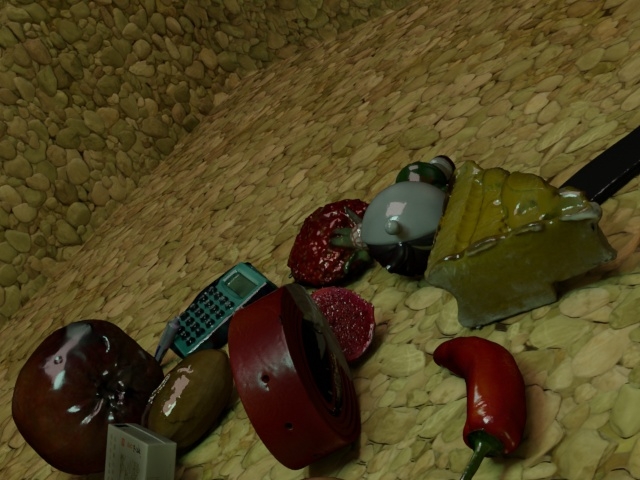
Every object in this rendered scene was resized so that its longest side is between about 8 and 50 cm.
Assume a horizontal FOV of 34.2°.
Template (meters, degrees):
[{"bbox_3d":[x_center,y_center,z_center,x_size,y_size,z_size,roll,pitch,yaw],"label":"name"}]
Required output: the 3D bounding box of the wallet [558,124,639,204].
[{"bbox_3d":[0.516,-0.134,1.814,0.244,0.025,0.124,-39,20,-3],"label":"wallet"}]

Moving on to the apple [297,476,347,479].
[{"bbox_3d":[0.004,0.393,1.267,0.164,0.209,0.209,-22,25,23],"label":"apple"}]

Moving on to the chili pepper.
[{"bbox_3d":[0.229,0.218,1.467,0.137,0.092,0.368,-51,9,17],"label":"chili pepper"}]

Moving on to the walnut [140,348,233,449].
[{"bbox_3d":[-0.251,0.303,1.966,0.137,0.137,0.245,-9,35,52],"label":"walnut"}]

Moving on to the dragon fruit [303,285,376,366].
[{"bbox_3d":[0.025,0.172,1.863,0.153,0.153,0.111,-43,-20,-17],"label":"dragon fruit"}]

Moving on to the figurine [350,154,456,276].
[{"bbox_3d":[0.186,-0.059,1.997,0.281,0.167,0.370,-11,24,22],"label":"figurine"}]

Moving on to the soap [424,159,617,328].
[{"bbox_3d":[0.346,-0.051,1.709,0.304,0.169,0.339,-24,26,31],"label":"soap"}]

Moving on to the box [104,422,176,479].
[{"bbox_3d":[-0.323,0.409,1.846,0.201,0.058,0.141,0,86,60],"label":"box"}]

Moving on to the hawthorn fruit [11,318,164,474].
[{"bbox_3d":[-0.462,0.314,2.067,0.308,0.308,0.325,-42,11,-14],"label":"hawthorn fruit"}]

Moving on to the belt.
[{"bbox_3d":[-0.044,0.204,1.671,0.115,0.227,0.324,-29,44,14],"label":"belt"}]

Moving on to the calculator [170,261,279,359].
[{"bbox_3d":[-0.232,0.159,2.340,0.274,0.058,0.248,-41,20,-9],"label":"calculator"}]

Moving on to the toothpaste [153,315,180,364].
[{"bbox_3d":[-0.350,0.236,2.317,0.045,0.028,0.170,-84,20,-61],"label":"toothpaste"}]

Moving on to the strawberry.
[{"bbox_3d":[0.000,0.000,2.202,0.306,0.138,0.233,-7,37,51],"label":"strawberry"}]
